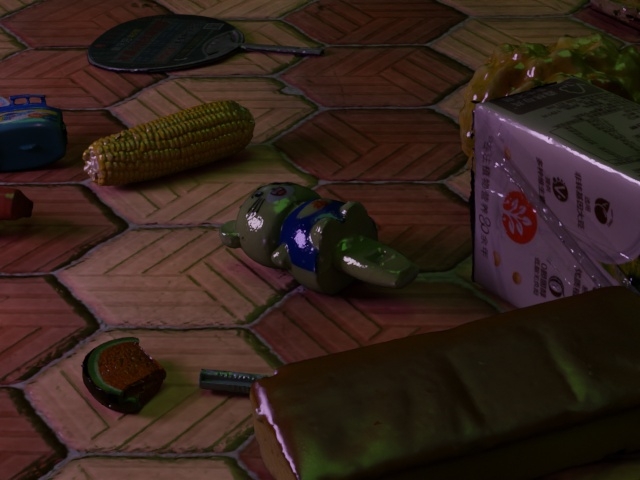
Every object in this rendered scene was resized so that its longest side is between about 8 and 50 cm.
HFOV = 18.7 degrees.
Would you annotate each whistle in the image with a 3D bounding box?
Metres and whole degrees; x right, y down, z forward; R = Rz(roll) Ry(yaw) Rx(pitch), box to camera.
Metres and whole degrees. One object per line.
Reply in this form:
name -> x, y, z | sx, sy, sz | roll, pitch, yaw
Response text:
whistle -> 0.000, 0.000, 1.865 | 0.227, 0.085, 0.105 | 22, 43, 41

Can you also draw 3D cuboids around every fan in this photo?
fan -> -0.163, -0.264, 2.544 | 0.294, 0.012, 0.223 | -7, 24, -12

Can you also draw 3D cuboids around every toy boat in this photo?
toy boat -> -0.370, -0.129, 2.166 | 0.175, 0.091, 0.110 | -8, 43, -2

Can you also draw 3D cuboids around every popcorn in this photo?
popcorn -> 0.250, -0.113, 1.993 | 0.218, 0.189, 0.169 | -2, 17, 14

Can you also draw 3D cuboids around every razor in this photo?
razor -> -0.003, 0.126, 1.660 | 0.211, 0.036, 0.084 | 1, 44, 16

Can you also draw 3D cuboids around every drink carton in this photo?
drink carton -> 0.279, -0.005, 1.729 | 0.132, 0.194, 0.324 | -18, 30, -28

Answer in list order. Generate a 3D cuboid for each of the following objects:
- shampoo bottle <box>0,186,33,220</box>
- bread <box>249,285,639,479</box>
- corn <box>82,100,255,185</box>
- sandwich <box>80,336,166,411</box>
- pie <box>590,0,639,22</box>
shampoo bottle -> -0.422, -0.045, 1.998 | 0.244, 0.085, 0.085 | 5, 25, 10
bread -> 0.123, 0.133, 1.551 | 0.361, 0.077, 0.138 | -12, 41, -22
corn -> -0.161, -0.107, 2.129 | 0.206, 0.067, 0.067 | -17, 29, -29
sandwich -> -0.173, 0.119, 1.690 | 0.069, 0.026, 0.101 | -10, 28, -27
pie -> 0.488, -0.334, 2.603 | 0.274, 0.055, 0.274 | -2, 24, 1
